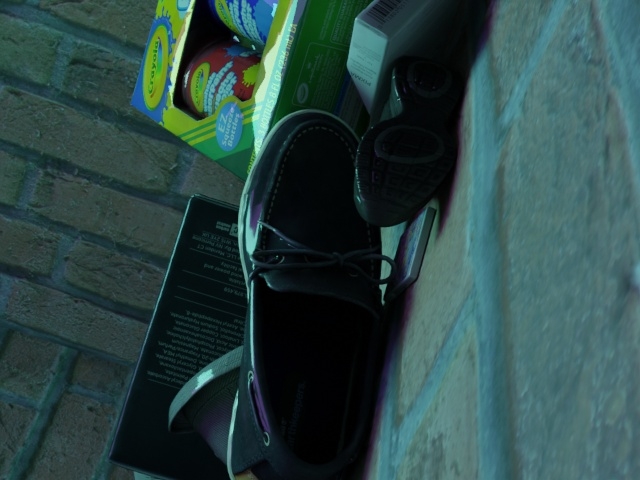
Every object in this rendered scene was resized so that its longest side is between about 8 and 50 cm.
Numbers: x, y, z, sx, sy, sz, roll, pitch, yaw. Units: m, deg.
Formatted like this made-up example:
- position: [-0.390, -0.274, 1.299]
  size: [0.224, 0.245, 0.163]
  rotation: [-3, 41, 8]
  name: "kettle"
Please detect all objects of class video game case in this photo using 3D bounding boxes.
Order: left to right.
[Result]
- position: [0.102, 0.018, 1.458]
  size: [0.122, 0.011, 0.087]
  rotation: [126, 162, -70]
  name: "video game case"

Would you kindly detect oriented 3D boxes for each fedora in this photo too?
- position: [-0.063, 0.219, 1.593]
  size: [0.244, 0.124, 0.275]
  rotation: [-30, -19, -1]
  name: "fedora"

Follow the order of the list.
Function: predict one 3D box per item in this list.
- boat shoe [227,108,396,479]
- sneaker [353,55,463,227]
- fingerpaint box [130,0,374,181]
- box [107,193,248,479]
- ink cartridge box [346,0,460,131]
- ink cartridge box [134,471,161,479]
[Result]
- position: [-0.006, 0.063, 1.449]
  size: [0.156, 0.187, 0.500]
  rotation: [132, 149, -60]
  name: "boat shoe"
- position: [0.101, -0.095, 1.473]
  size: [0.286, 0.109, 0.130]
  rotation: [-64, -8, -48]
  name: "sneaker"
- position: [-0.062, -0.328, 1.708]
  size: [0.371, 0.163, 0.444]
  rotation: [35, 112, 49]
  name: "fingerpaint box"
- position: [-0.154, 0.150, 1.883]
  size: [0.293, 0.212, 0.395]
  rotation: [172, 115, -84]
  name: "box"
- position: [0.103, -0.248, 1.599]
  size: [0.189, 0.066, 0.232]
  rotation: [-47, -11, -27]
  name: "ink cartridge box"
- position: [-0.226, 0.444, 2.426]
  size: [0.385, 0.091, 0.308]
  rotation: [-51, -39, -58]
  name: "ink cartridge box"
